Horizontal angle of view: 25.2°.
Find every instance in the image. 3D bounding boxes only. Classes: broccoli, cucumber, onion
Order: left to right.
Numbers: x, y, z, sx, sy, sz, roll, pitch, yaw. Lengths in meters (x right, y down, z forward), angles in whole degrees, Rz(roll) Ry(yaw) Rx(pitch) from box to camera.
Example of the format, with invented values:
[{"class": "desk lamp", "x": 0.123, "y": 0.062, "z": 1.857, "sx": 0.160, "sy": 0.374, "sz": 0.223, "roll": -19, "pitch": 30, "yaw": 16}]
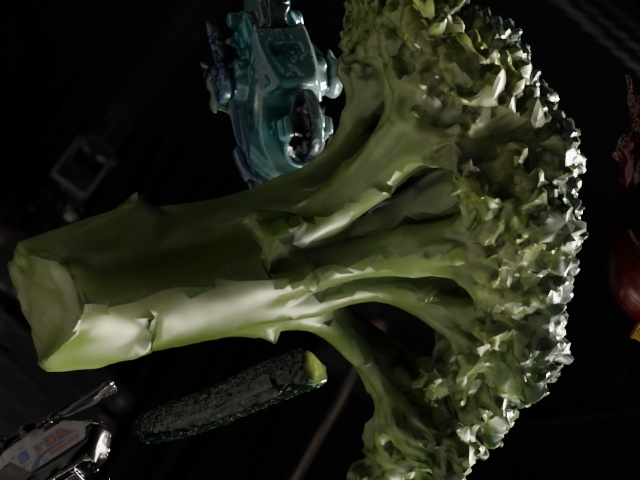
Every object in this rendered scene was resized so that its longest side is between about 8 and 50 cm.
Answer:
[{"class": "cucumber", "x": -0.099, "y": 0.160, "z": 1.397, "sx": 0.257, "sy": 0.044, "sz": 0.043, "roll": -24, "pitch": -70, "yaw": 37}, {"class": "broccoli", "x": 0.008, "y": -0.032, "z": 1.012, "sx": 0.397, "sy": 0.353, "sz": 0.275, "roll": 19, "pitch": -23, "yaw": -13}, {"class": "onion", "x": 0.392, "y": -0.041, "z": 1.526, "sx": 0.285, "sy": 0.273, "sz": 0.273, "roll": 43, "pitch": -28, "yaw": 9}]

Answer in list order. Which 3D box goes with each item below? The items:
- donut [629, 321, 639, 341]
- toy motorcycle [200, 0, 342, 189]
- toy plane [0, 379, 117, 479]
[{"class": "donut", "x": 0.519, "y": 0.052, "z": 1.795, "sx": 0.101, "sy": 0.259, "sz": 0.152, "roll": 57, "pitch": -21, "yaw": 33}, {"class": "toy motorcycle", "x": -0.056, "y": -0.163, "z": 1.660, "sx": 0.154, "sy": 0.260, "sz": 0.206, "roll": -4, "pitch": -34, "yaw": -23}, {"class": "toy plane", "x": -0.245, "y": 0.191, "z": 1.175, "sx": 0.078, "sy": 0.197, "sz": 0.053, "roll": 59, "pitch": -2, "yaw": 37}]
